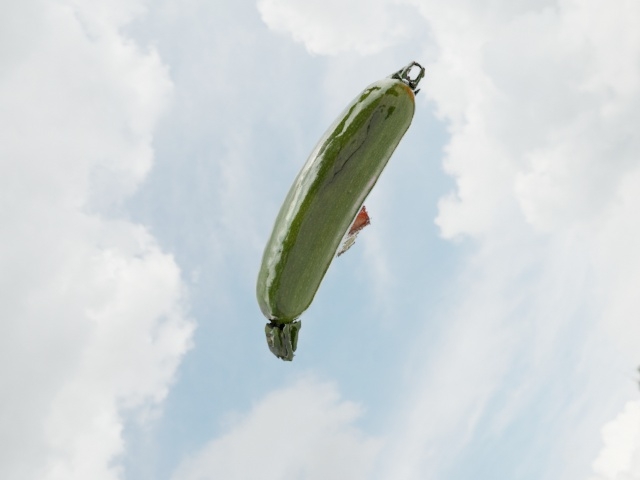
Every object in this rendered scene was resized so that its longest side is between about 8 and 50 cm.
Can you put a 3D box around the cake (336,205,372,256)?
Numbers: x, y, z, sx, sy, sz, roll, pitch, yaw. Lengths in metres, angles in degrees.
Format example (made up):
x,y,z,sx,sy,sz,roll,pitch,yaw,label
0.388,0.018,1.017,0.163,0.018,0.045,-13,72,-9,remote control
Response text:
x,y,z,sx,sy,sz,roll,pitch,yaw,label
0.019,0.006,1.238,0.086,0.116,0.221,117,171,-46,cake

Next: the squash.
x,y,z,sx,sy,sz,roll,pitch,yaw,label
0.010,-0.038,0.662,0.080,0.071,0.319,26,-88,-16,squash
